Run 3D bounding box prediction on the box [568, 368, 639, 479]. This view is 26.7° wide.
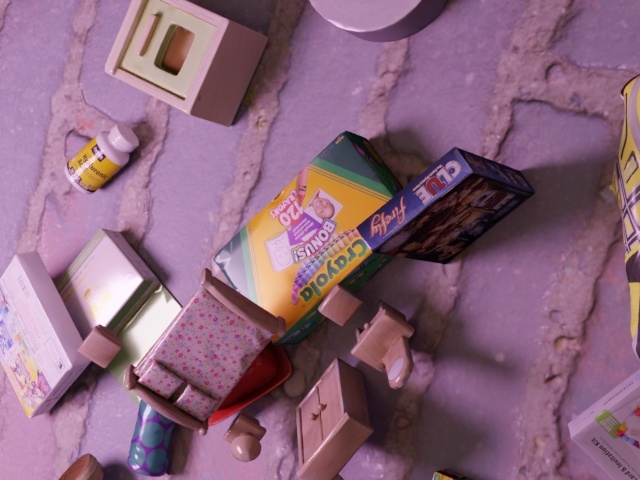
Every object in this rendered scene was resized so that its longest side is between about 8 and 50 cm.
[{"bbox_3d":[0.423,0.226,1.664,0.186,0.038,0.145,-41,105,19],"label":"box"}]

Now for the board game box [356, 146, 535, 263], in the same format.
[{"bbox_3d":[0.167,-0.040,1.746,0.165,0.243,0.042,-40,70,19],"label":"board game box"}]

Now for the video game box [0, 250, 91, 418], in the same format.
[{"bbox_3d":[-0.452,0.149,2.120,0.187,0.048,0.205,-44,69,42],"label":"video game box"}]

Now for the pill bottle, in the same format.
[{"bbox_3d":[-0.342,-0.131,2.120,0.116,0.065,0.065,-40,69,19],"label":"pill bottle"}]

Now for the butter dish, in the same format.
[{"bbox_3d":[-0.148,0.163,1.950,0.160,0.118,0.160,-32,72,5],"label":"butter dish"}]

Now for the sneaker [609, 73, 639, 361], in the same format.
[{"bbox_3d":[0.439,-0.031,1.687,0.147,0.145,0.384,-161,74,-65],"label":"sneaker"}]

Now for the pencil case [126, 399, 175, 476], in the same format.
[{"bbox_3d":[-0.244,0.276,2.033,0.064,0.070,0.151,22,98,61],"label":"pencil case"}]

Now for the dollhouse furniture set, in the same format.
[{"bbox_3d":[-0.099,0.154,1.798,0.355,0.174,0.303,33,107,-16],"label":"dollhouse furniture set"}]

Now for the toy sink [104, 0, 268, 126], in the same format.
[{"bbox_3d":[-0.226,-0.292,2.036,0.234,0.131,0.152,29,98,27],"label":"toy sink"}]

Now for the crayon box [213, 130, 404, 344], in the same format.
[{"bbox_3d":[0.000,0.000,1.921,0.278,0.081,0.165,-43,68,17],"label":"crayon box"}]

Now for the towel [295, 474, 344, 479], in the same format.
[{"bbox_3d":[-0.062,0.538,1.880,0.320,0.090,0.374,-21,74,30],"label":"towel"}]

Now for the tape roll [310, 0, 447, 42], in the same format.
[{"bbox_3d":[0.084,-0.396,1.919,0.219,0.072,0.219,-2,85,26],"label":"tape roll"}]

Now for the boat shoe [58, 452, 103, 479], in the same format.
[{"bbox_3d":[-0.399,0.457,2.090,0.089,0.104,0.285,28,107,-11],"label":"boat shoe"}]

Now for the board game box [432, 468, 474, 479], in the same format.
[{"bbox_3d":[0.197,0.411,1.802,0.141,0.048,0.170,18,94,29],"label":"board game box"}]

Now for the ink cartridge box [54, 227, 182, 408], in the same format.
[{"bbox_3d":[-0.310,0.121,2.089,0.171,0.056,0.235,-49,64,15],"label":"ink cartridge box"}]
